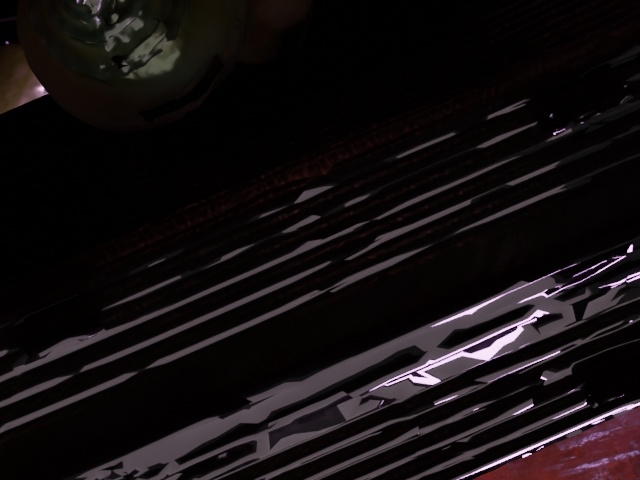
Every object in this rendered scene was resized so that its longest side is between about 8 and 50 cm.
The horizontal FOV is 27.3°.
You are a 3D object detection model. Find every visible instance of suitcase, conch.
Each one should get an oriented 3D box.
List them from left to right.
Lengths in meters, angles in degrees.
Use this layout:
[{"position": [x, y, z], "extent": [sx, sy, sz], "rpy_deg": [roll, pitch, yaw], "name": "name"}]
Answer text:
[{"position": [-0.050, -0.082, 0.456], "extent": [0.095, 0.079, 0.201], "rpy_deg": [8, -160, 17], "name": "conch"}, {"position": [0.000, 0.000, 0.520], "extent": [0.335, 0.152, 0.229], "rpy_deg": [-23, -155, 2], "name": "suitcase"}]

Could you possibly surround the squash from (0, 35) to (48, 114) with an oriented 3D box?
[{"position": [-0.168, -0.041, 0.656], "extent": [0.184, 0.085, 0.192], "rpy_deg": [-15, 179, 20], "name": "squash"}]
